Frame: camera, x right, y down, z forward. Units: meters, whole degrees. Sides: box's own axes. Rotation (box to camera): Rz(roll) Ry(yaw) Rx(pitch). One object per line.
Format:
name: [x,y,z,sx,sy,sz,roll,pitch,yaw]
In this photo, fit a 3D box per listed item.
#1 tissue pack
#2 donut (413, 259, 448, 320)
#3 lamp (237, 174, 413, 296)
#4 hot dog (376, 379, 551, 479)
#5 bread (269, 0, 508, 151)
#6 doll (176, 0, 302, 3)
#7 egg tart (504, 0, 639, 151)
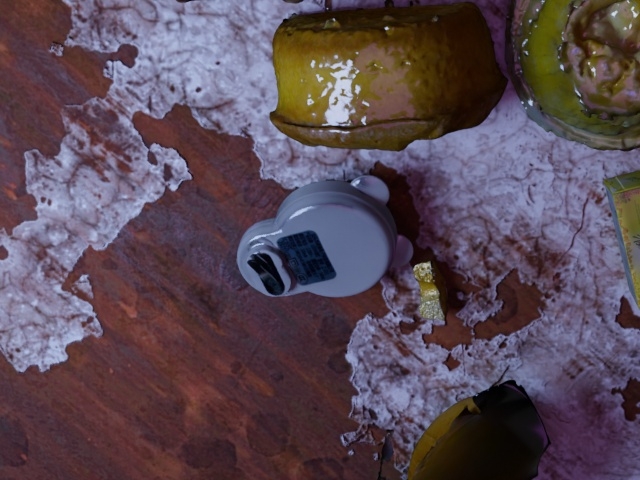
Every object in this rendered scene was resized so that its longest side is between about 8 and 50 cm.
tissue pack: [0.453,-0.002,1.668,0.062,0.095,0.176,-15,103,9]
donut: [0.159,0.071,1.737,0.038,0.067,0.083,-7,140,25]
lamp: [-0.001,-0.001,1.708,0.246,0.108,0.179,-18,117,13]
hot dog: [0.206,0.327,1.787,0.326,0.107,0.194,-31,91,23]
bread: [0.085,-0.221,1.600,0.340,0.179,0.194,-4,105,6]
doll: [-0.109,-0.461,1.535,0.318,0.209,0.340,24,113,11]
egg tart: [0.396,-0.264,1.587,0.315,0.120,0.315,1,105,5]
